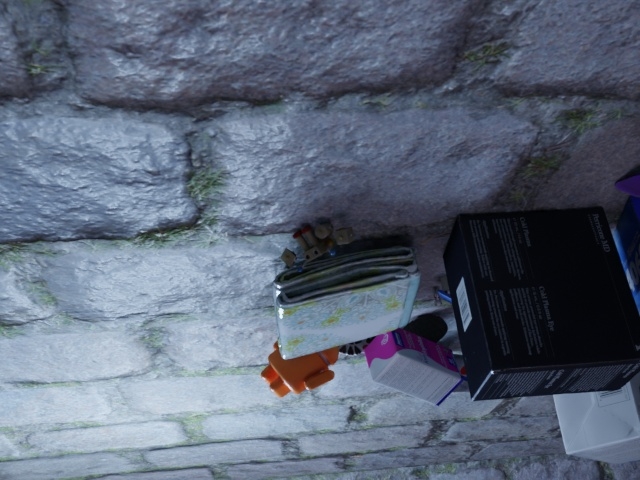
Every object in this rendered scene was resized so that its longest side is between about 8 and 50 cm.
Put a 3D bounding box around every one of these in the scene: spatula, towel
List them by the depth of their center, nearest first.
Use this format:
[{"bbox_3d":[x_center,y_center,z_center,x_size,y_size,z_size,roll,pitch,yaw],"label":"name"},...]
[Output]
[{"bbox_3d":[0.668,-0.154,1.386,0.084,0.030,0.296,16,145,-21],"label":"spatula"},{"bbox_3d":[0.054,0.142,1.698,0.320,0.090,0.374,-12,152,-7],"label":"towel"}]

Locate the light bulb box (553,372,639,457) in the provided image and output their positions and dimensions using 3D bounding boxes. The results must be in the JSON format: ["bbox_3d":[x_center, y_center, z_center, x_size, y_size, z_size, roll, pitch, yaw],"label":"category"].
[{"bbox_3d":[0.829,0.424,2.142,0.225,0.358,0.361,-25,147,35],"label":"light bulb box"}]

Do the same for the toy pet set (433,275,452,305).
[{"bbox_3d":[0.328,0.129,1.803,0.122,0.065,0.114,-15,151,14],"label":"toy pet set"}]

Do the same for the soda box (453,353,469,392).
[{"bbox_3d":[0.356,0.364,2.109,0.098,0.091,0.286,0,175,-11],"label":"soda box"}]

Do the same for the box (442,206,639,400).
[{"bbox_3d":[0.441,0.126,1.529,0.312,0.343,0.179,-3,150,-4],"label":"box"}]

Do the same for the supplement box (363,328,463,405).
[{"bbox_3d":[0.233,0.314,1.908,0.220,0.111,0.114,23,119,-26],"label":"supplement box"}]

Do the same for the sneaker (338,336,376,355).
[{"bbox_3d":[0.093,0.289,2.052,0.169,0.068,0.071,11,153,-31],"label":"sneaker"}]

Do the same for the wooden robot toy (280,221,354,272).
[{"bbox_3d":[0.000,0.000,1.526,0.173,0.076,0.079,-28,180,34],"label":"wooden robot toy"}]

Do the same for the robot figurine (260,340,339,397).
[{"bbox_3d":[-0.043,0.300,1.907,0.219,0.158,0.128,-40,107,-7],"label":"robot figurine"}]

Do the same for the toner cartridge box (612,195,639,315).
[{"bbox_3d":[0.688,0.053,1.633,0.075,0.165,0.348,-8,151,5],"label":"toner cartridge box"}]

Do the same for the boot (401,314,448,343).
[{"bbox_3d":[0.251,0.279,2.060,0.246,0.083,0.161,-39,165,17],"label":"boot"}]
